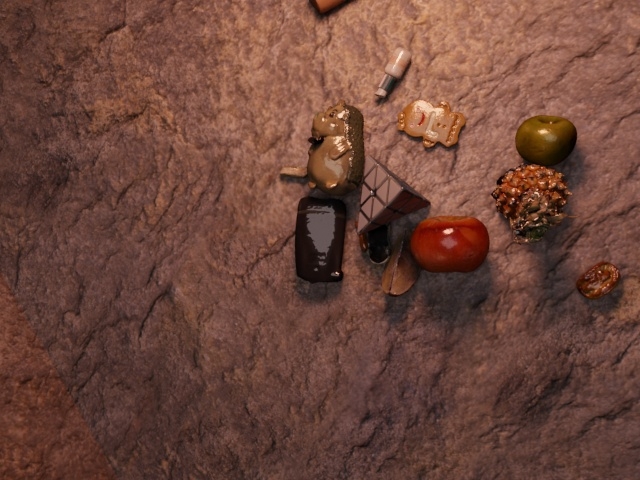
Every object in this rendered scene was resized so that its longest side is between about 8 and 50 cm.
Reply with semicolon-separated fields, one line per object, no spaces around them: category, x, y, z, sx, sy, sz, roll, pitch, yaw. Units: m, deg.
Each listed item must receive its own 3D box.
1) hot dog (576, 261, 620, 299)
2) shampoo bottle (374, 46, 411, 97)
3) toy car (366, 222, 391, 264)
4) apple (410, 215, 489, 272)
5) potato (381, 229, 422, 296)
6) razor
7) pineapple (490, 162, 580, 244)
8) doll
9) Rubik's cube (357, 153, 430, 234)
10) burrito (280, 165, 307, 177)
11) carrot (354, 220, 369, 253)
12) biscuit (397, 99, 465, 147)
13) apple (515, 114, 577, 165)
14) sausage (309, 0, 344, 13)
hot dog;0.970;0.140;1.714;0.147;0.065;0.099;-41;72;16
shampoo bottle;0.275;-0.636;1.879;0.074;0.074;0.192;31;99;13
toy car;0.230;-0.008;1.919;0.095;0.056;0.204;-5;83;30
apple;0.461;0.018;1.762;0.272;0.251;0.206;-3;97;4
potato;0.316;0.098;1.904;0.120;0.100;0.261;20;82;-21
razor;0.000;-0.001;1.964;0.204;0.113;0.348;3;93;14
pineapple;0.709;-0.091;1.637;0.263;0.271;0.262;8;125;12
doll;0.059;-0.349;1.871;0.247;0.247;0.349;13;87;15
Rubik's cube;0.254;-0.162;1.810;0.228;0.228;0.233;6;133;29
burrito;-0.094;-0.282;2.017;0.149;0.041;0.055;3;80;16
carrot;0.166;-0.012;1.959;0.035;0.035;0.142;-18;81;16
biscuit;0.415;-0.449;1.867;0.249;0.035;0.184;25;98;14
apple;0.773;-0.344;1.692;0.196;0.196;0.156;11;120;15
sausage;0.067;-0.983;1.904;0.253;0.123;0.123;-27;85;16
